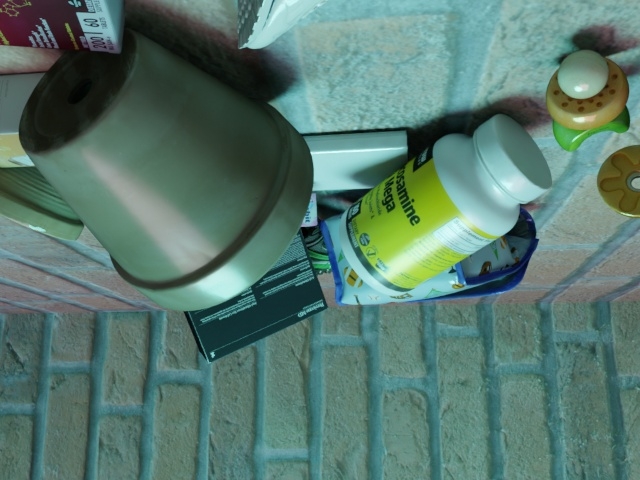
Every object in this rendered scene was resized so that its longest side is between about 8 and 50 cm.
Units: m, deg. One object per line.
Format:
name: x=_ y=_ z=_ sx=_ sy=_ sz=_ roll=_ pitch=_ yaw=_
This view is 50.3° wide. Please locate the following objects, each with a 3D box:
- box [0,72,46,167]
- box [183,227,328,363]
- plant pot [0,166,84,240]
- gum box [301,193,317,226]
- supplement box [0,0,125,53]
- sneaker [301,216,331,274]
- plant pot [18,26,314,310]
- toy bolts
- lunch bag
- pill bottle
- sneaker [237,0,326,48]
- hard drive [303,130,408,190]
box: x=-0.415 y=-0.171 z=0.985 sx=0.171 sy=0.090 sz=0.130 roll=-2 pitch=166 yaw=8
box: x=-0.141 y=0.098 z=1.342 sx=0.261 sy=0.184 sz=0.103 roll=-23 pitch=-169 yaw=-18
plant pot: x=-0.493 y=-0.101 z=1.139 sx=0.238 sy=0.109 sz=0.237 roll=28 pitch=179 yaw=0
gum box: x=-0.092 y=-0.060 z=1.321 sx=0.107 sy=0.062 sz=0.188 roll=-5 pitch=-174 yaw=-23
supplement box: x=-0.329 y=-0.257 z=0.682 sx=0.240 sy=0.073 sz=0.130 roll=2 pitch=166 yaw=-7
sneaker: x=0.000 y=0.000 z=1.534 sx=0.134 sy=0.146 sz=0.344 roll=11 pitch=-161 yaw=39
plant pot: x=-0.214 y=-0.108 z=0.883 sx=0.323 sy=0.323 sz=0.280 roll=-8 pitch=148 yaw=30
toy bolts: x=0.418 y=-0.164 z=0.848 sx=0.229 sy=0.218 sz=0.158 roll=-24 pitch=153 yaw=15
lunch bag: x=0.251 y=0.016 z=1.477 sx=0.328 sy=0.238 sz=0.386 roll=-12 pitch=177 yaw=38
pill bottle: x=0.203 y=-0.058 z=1.137 sx=0.188 sy=0.187 sz=0.334 roll=13 pitch=142 yaw=-42
sneaker: x=-0.023 y=-0.256 z=0.674 sx=0.095 sy=0.090 sz=0.235 roll=-4 pitch=170 yaw=-24
hard drive: x=0.004 y=-0.136 z=1.229 sx=0.308 sy=0.040 sz=0.203 roll=-2 pitch=166 yaw=8
